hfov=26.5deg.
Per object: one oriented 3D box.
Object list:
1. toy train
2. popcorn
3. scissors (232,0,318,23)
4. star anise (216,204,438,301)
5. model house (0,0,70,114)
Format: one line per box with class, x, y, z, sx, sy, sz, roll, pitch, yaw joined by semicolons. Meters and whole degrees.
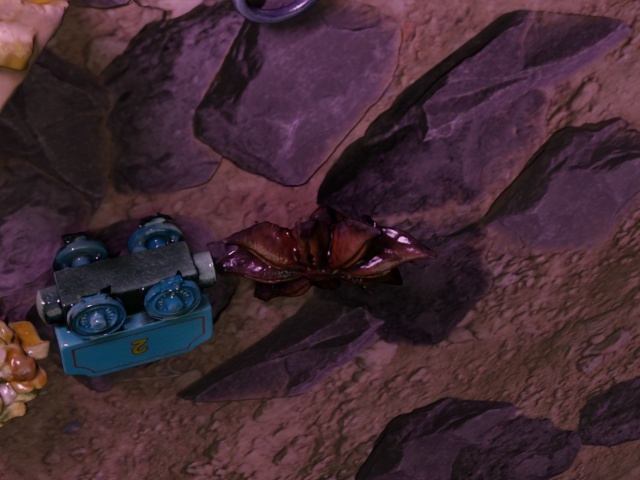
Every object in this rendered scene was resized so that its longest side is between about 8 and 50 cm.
toy train;-0.218;0.069;1.546;0.203;0.112;0.163;-12;143;-13
popcorn;-0.390;0.155;1.545;0.141;0.162;0.135;26;162;-17
scissors;0.105;-0.334;1.350;0.383;0.029;0.256;-7;135;-19
star anise;0.000;0.000;1.591;0.272;0.103;0.272;-2;160;-1
model house;-0.325;-0.183;1.131;0.174;0.234;0.193;23;118;-42
